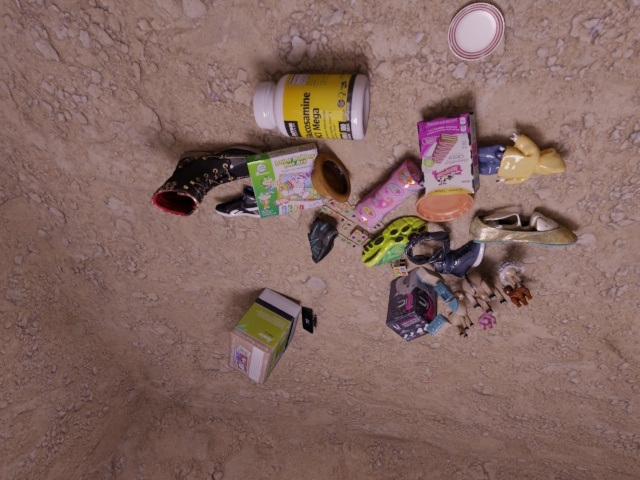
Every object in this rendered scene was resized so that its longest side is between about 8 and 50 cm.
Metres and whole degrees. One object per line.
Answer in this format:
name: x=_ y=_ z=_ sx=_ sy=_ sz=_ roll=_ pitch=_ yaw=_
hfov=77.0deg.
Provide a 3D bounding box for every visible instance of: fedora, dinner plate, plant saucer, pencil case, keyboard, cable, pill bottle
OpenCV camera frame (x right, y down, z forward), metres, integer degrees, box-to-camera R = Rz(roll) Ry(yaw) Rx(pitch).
fedora: x=0.026 y=-0.210 z=1.406 sx=0.079 sy=0.194 sz=0.194 roll=-21 pitch=123 yaw=38
dinner plate: x=0.414 y=-0.556 z=1.074 sx=0.141 sy=0.017 sz=0.141 roll=9 pitch=134 yaw=9
plant saucer: x=0.431 y=-0.131 z=1.410 sx=0.200 sy=0.037 sz=0.200 roll=3 pitch=152 yaw=1
pencil case: x=0.249 y=-0.162 z=1.421 sx=0.124 sy=0.124 sz=0.284 roll=37 pitch=130 yaw=-17
keyboard: x=-0.052 y=0.421 z=2.124 sx=0.100 sy=0.038 sz=0.192 roll=27 pitch=140 yaw=26
cable: x=0.398 y=0.030 z=1.509 sx=0.184 sy=0.047 sz=0.151 roll=-11 pitch=134 yaw=-10
pill bottle: x=-0.025 y=-0.409 z=1.231 sx=0.333 sy=0.188 sz=0.188 roll=5 pitch=133 yaw=13

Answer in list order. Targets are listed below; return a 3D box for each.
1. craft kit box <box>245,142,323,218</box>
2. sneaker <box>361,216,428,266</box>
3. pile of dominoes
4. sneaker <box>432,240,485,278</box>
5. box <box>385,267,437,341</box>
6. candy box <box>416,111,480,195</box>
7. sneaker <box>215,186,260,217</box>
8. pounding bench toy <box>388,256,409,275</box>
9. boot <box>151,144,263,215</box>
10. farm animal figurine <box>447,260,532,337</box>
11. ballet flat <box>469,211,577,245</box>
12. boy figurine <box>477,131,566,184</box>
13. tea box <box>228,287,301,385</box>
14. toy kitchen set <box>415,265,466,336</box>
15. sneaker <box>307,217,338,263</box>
craft kit box: x=-0.124 y=-0.213 z=1.466 sx=0.249 sy=0.061 sz=0.247 roll=-14 pitch=129 yaw=-7
sneaker: x=0.295 y=0.006 z=1.589 sx=0.295 sy=0.109 sz=0.123 roll=-35 pitch=151 yaw=28
pile of dominoes: x=0.105 y=-0.058 z=1.617 sx=0.251 sy=0.040 sz=0.196 roll=30 pitch=134 yaw=-11
sneaker: x=0.527 y=0.058 z=1.557 sx=0.163 sy=0.086 sz=0.226 roll=13 pitch=135 yaw=2
box: x=0.385 y=0.264 z=1.679 sx=0.142 sy=0.247 sz=0.163 roll=37 pitch=131 yaw=-19
candy box: x=0.393 y=-0.261 z=1.235 sx=0.159 sy=0.071 sz=0.233 roll=0 pitch=110 yaw=37
sneaker: x=-0.328 y=-0.164 z=1.639 sx=0.216 sy=0.079 sz=0.121 roll=3 pitch=130 yaw=4
pounding bench toy: x=0.323 y=0.114 z=1.688 sx=0.083 sy=0.065 sz=0.052 roll=-8 pitch=129 yaw=25
boot: x=-0.401 y=-0.219 z=1.458 sx=0.377 sy=0.284 sz=0.138 roll=3 pitch=132 yaw=15
farm animal figurine: x=0.629 y=0.213 z=1.582 sx=0.330 sy=0.172 sz=0.327 roll=-32 pitch=140 yaw=12
ballet flat: x=0.702 y=-0.046 z=1.394 sx=0.348 sy=0.123 sz=0.123 roll=2 pitch=132 yaw=16
boy figurine: x=0.602 y=-0.254 z=1.243 sx=0.285 sy=0.092 sz=0.177 roll=3 pitch=131 yaw=14
tea box: x=-0.283 y=0.482 z=2.021 sx=0.220 sy=0.323 sz=0.329 roll=27 pitch=136 yaw=11
toy kitchen set: x=0.425 y=0.235 z=1.545 sx=0.122 sy=0.207 sz=0.166 roll=22 pitch=114 yaw=-36
sneaker: x=0.000 y=0.000 z=1.672 sx=0.106 sy=0.101 sz=0.267 roll=41 pitch=148 yaw=12
